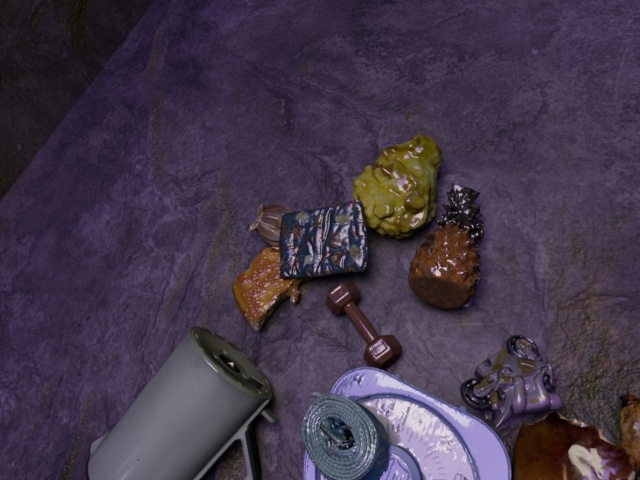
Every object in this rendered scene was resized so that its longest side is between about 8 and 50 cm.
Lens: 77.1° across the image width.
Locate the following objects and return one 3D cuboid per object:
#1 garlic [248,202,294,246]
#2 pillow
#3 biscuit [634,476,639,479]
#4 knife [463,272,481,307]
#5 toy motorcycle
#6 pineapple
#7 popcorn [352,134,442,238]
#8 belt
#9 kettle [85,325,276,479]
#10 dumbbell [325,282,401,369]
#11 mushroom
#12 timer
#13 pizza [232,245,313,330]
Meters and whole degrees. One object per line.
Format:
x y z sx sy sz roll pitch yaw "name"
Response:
-0.102 -0.039 1.182 0.194 0.127 0.131 17 89 0 "garlic"
0.002 0.001 1.046 0.256 0.034 0.188 -7 75 25 "pillow"
0.582 0.446 0.687 0.168 0.070 0.082 -38 49 2 "biscuit"
0.365 0.119 0.971 0.027 0.010 0.096 24 73 30 "knife"
0.399 0.292 0.807 0.225 0.073 0.152 -29 51 -26 "toy motorcycle"
0.329 -0.008 0.982 0.169 0.169 0.340 11 56 26 "pineapple"
0.198 -0.142 1.075 0.225 0.174 0.285 4 68 29 "popcorn"
0.041 0.366 0.742 0.163 0.082 0.147 -4 53 36 "belt"
-0.290 0.461 0.944 0.361 0.250 0.376 40 85 3 "kettle"
0.100 0.204 0.986 0.092 0.082 0.231 -36 57 -1 "dumbbell"
0.481 0.389 0.656 0.302 0.208 0.233 -17 64 2 "mushroom"
0.144 0.472 0.781 0.395 0.173 0.394 -8 62 16 "timer"
-0.113 0.101 1.127 0.297 0.071 0.189 -44 58 -5 "pizza"
